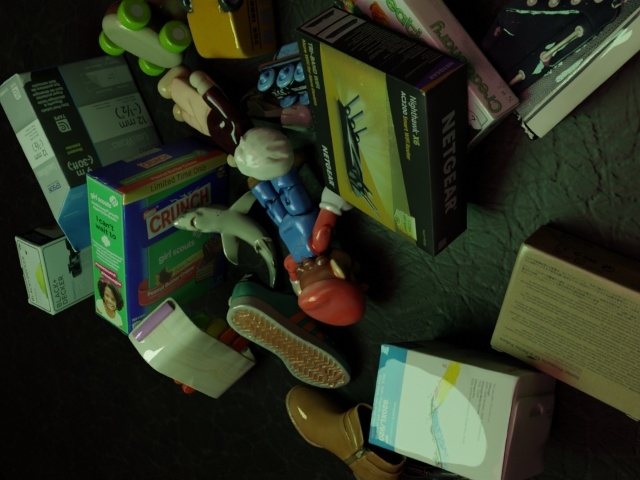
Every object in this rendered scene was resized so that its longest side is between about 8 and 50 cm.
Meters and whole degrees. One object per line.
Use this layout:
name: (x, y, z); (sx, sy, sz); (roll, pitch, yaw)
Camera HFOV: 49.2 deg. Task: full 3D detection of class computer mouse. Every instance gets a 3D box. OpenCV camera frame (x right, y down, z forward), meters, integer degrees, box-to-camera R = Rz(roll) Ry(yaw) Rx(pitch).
computer mouse: (0.170, 0.343, 1.299); (0.188, 0.072, 0.272); (-8, 106, 42)

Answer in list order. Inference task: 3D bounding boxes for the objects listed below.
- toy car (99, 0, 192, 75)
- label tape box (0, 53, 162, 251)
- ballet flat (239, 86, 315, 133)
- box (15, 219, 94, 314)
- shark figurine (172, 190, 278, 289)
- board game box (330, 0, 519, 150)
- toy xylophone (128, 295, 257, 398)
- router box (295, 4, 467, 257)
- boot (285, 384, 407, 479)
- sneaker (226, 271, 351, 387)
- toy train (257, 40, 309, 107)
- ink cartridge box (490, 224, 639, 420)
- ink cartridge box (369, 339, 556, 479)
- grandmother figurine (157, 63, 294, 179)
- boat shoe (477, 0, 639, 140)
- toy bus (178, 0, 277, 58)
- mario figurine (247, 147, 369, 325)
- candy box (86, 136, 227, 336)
toy car: (-0.286, -0.413, 1.232); (0.149, 0.188, 0.155); (25, 162, -26)
label tape box: (-0.455, -0.186, 1.426); (0.115, 0.249, 0.347); (-17, 99, 43)
ballet flat: (-0.064, -0.221, 1.218); (0.188, 0.070, 0.070); (18, 122, 32)
box: (-0.509, 0.024, 1.546); (0.087, 0.290, 0.169); (19, 121, 32)
shark figurine: (-0.147, -0.002, 1.394); (0.278, 0.166, 0.116); (50, 173, -27)
board game box: (0.133, -0.264, 0.979); (0.305, 0.053, 0.193); (54, 166, 6)
toy xylophone: (-0.222, 0.213, 1.431); (0.081, 0.236, 0.322); (48, 173, 36)
router box: (0.094, -0.152, 1.009); (0.243, 0.081, 0.309); (35, 153, 35)
boot: (0.045, 0.354, 1.322); (0.283, 0.109, 0.220); (49, 157, 22)
sneaker: (-0.046, 0.169, 1.348); (0.108, 0.121, 0.302); (-31, 121, 31)
toy train: (-0.027, -0.280, 1.133); (0.080, 0.105, 0.184); (32, 160, -36)
ink cartridge box: (0.385, 0.112, 0.999); (0.235, 0.088, 0.193); (26, 127, 27)
ink cartridge box: (0.227, 0.264, 1.108); (0.233, 0.171, 0.168); (8, 90, 39)
grandmother figurine: (-0.163, -0.204, 1.203); (0.342, 0.104, 0.208); (39, 172, 40)
boat shoe: (0.317, -0.275, 0.828); (0.158, 0.127, 0.340); (49, 137, 7)
toy bus: (-0.158, -0.466, 1.127); (0.108, 0.130, 0.332); (12, 118, 36)
mario figurine: (0.000, 0.000, 1.264); (0.198, 0.170, 0.320); (98, 147, -82)
candy box: (-0.314, -0.014, 1.382); (0.122, 0.268, 0.317); (24, 125, 29)
